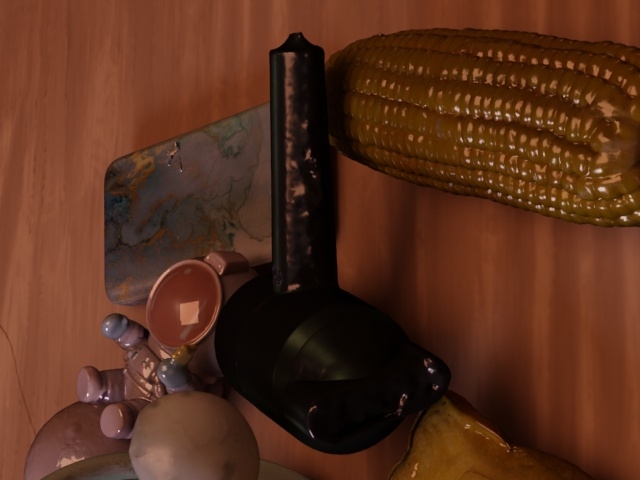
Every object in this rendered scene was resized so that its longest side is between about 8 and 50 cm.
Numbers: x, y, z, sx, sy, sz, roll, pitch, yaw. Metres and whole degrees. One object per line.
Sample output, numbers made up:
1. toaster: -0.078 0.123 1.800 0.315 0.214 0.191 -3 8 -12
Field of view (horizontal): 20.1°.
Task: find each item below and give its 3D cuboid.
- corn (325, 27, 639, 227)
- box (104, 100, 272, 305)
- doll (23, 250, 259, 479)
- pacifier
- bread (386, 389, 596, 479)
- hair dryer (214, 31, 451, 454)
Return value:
1. corn: 0.127 -0.089 1.309 0.344 0.131 0.131 12 88 49
2. box: -0.097 -0.033 1.593 0.285 0.044 0.142 -16 72 44
3. doll: -0.135 0.134 1.523 0.287 0.151 0.151 -57 45 10
4. pacifier: -0.111 0.212 1.303 0.288 0.343 0.269 42 134 35
5. bread: 0.137 0.221 1.242 0.233 0.088 0.161 35 110 43
6. hair dryer: 0.000 0.000 1.317 0.244 0.116 0.302 -162 66 -70
